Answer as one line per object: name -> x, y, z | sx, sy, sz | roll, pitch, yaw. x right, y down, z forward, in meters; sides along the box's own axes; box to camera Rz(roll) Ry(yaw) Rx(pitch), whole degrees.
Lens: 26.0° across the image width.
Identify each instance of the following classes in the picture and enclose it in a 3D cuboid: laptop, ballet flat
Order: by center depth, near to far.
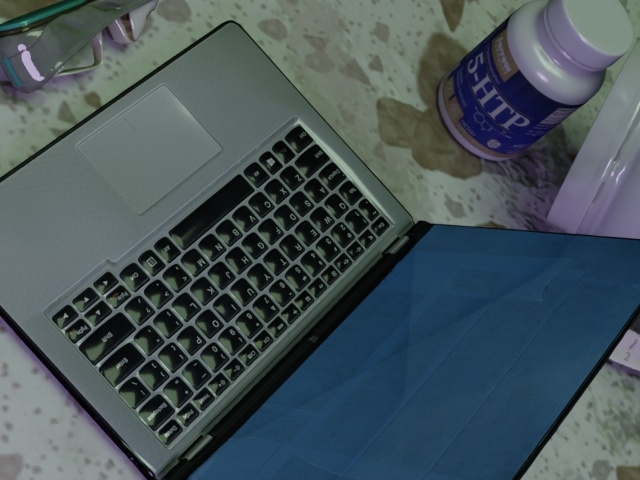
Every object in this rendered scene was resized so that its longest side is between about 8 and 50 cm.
laptop -> 0.000, 0.000, 1.075 | 0.408, 0.236, 0.382 | 48, 49, -1
ballet flat -> -0.190, -0.187, 1.177 | 0.213, 0.072, 0.068 | -40, 117, -40

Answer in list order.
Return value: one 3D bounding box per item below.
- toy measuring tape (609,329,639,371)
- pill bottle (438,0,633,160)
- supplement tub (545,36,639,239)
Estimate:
toy measuring tape -> 0.366, 0.142, 1.310 | 0.330, 0.121, 0.121 | 24, 54, -21
pill bottle -> 0.208, -0.166, 1.336 | 0.112, 0.187, 0.112 | 16, 57, -25
supplement tub -> 0.402, -0.033, 1.302 | 0.325, 0.235, 0.235 | 27, 50, 9
